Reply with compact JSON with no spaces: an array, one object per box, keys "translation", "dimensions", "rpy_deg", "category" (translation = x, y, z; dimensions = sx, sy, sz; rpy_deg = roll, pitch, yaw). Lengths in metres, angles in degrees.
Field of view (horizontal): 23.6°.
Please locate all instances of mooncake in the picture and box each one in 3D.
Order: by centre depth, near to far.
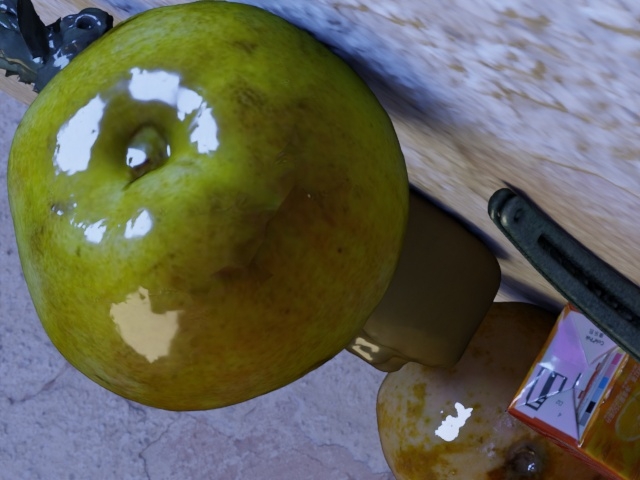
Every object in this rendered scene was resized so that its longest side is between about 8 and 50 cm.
[{"translation":[0.000,0.000,1.069],"dimensions":[0.235,0.117,0.235],"rpy_deg":[31,179,0],"category":"mooncake"}]

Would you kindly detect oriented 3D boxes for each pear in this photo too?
[{"translation":[-0.051,-0.016,0.715],"dimensions":[0.200,0.200,0.200],"rpy_deg":[30,176,2],"category":"pear"}]

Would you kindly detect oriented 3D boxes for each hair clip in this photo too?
[{"translation":[0.162,0.036,0.856],"dimensions":[0.229,0.039,0.070],"rpy_deg":[34,176,-30],"category":"hair clip"}]

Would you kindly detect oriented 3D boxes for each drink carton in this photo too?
[{"translation":[0.238,0.135,1.106],"dimensions":[0.071,0.096,0.223],"rpy_deg":[25,174,47],"category":"drink carton"}]

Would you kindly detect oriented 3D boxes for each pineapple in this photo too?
[{"translation":[-0.149,-0.099,0.933],"dimensions":[0.277,0.119,0.130],"rpy_deg":[30,-165,31],"category":"pineapple"}]

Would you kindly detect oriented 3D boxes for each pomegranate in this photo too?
[{"translation":[0.142,0.148,1.213],"dimensions":[0.207,0.207,0.207],"rpy_deg":[30,176,2],"category":"pomegranate"}]
